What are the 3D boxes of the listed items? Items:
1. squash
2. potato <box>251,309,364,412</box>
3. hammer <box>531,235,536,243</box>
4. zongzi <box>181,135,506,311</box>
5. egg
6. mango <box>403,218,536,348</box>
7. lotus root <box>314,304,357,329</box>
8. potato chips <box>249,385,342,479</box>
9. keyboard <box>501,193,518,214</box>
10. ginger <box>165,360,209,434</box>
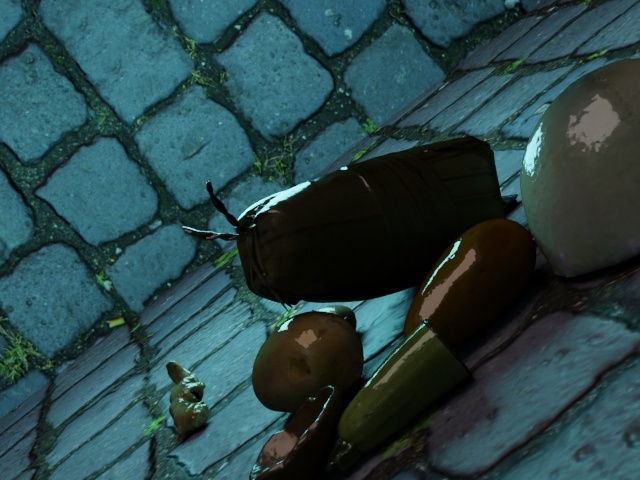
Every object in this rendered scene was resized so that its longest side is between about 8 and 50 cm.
[{"bbox_3d":[0.085,0.206,1.639,0.224,0.094,0.094,-45,11,-4],"label":"squash"},{"bbox_3d":[-0.020,0.178,1.950,0.150,0.146,0.234,-7,-5,-28],"label":"potato"},{"bbox_3d":[0.328,-0.014,1.927,0.178,0.021,0.065,-38,12,-5],"label":"hammer"},{"bbox_3d":[0.007,0.021,2.127,0.499,0.218,0.467,-15,-11,-20],"label":"zongzi"},{"bbox_3d":[0.380,-0.117,1.730,0.337,0.201,0.337,-37,9,6],"label":"egg"},{"bbox_3d":[0.201,0.060,1.765,0.253,0.113,0.138,-44,11,-29],"label":"mango"},{"bbox_3d":[0.014,0.138,2.171,0.073,0.062,0.150,-42,13,-26],"label":"lotus root"},{"bbox_3d":[-0.029,0.274,1.705,0.195,0.062,0.208,-51,3,-37],"label":"potato chips"},{"bbox_3d":[0.259,-0.044,2.270,0.093,0.025,0.230,-43,12,-18],"label":"keyboard"},{"bbox_3d":[-0.241,0.278,2.374,0.089,0.075,0.288,-59,14,6],"label":"ginger"}]
